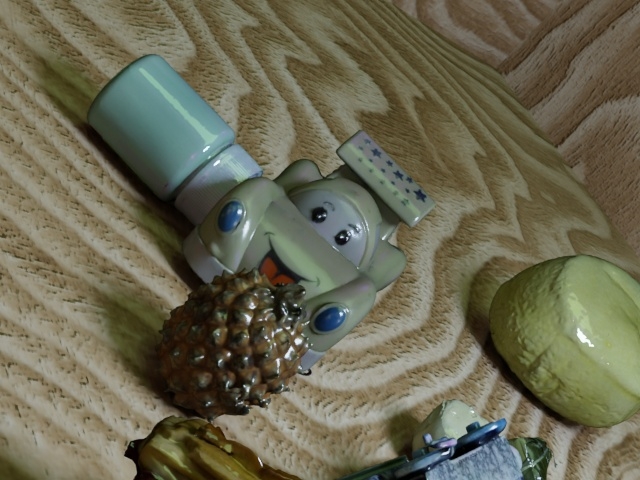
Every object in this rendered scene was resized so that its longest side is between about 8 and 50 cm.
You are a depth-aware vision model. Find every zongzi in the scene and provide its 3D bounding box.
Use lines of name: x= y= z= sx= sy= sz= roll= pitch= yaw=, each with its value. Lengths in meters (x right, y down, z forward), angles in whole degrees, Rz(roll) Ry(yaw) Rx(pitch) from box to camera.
zongzi: x=0.329 y=0.354 z=1.828 sx=0.109 sy=0.055 sz=0.119 roll=12 pitch=50 yaw=-56

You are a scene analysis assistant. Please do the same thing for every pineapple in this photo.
pineapple: x=-0.085 y=0.109 z=1.342 sx=0.166 sy=0.193 sz=0.166 roll=39 pitch=25 yaw=-22

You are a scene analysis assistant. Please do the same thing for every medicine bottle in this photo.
medicine bottle: x=-0.198 y=-0.134 z=1.647 sx=0.225 sy=0.139 sz=0.139 roll=46 pitch=22 yaw=4

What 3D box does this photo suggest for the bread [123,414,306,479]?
bread: x=-0.041 y=0.302 z=1.054 sx=0.314 sy=0.191 sz=0.370 roll=30 pitch=-10 yaw=7

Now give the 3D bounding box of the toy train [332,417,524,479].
toy train: x=0.114 y=0.295 z=1.357 sx=0.300 sy=0.202 sz=0.131 roll=1 pitch=64 yaw=-60

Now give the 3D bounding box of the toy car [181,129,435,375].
toy car: x=0.000 y=0.000 z=1.642 sx=0.242 sy=0.226 sz=0.336 roll=46 pitch=20 yaw=3

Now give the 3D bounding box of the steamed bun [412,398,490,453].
steamed bun: x=0.179 y=0.282 z=1.632 sx=0.112 sy=0.091 sz=0.130 roll=39 pitch=24 yaw=2

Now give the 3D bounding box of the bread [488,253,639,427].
bread: x=0.448 y=0.177 z=2.123 sx=0.320 sy=0.237 sz=0.320 roll=27 pitch=42 yaw=-26
